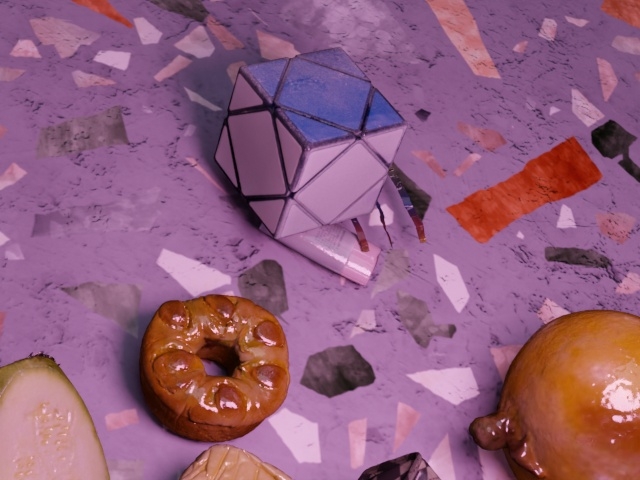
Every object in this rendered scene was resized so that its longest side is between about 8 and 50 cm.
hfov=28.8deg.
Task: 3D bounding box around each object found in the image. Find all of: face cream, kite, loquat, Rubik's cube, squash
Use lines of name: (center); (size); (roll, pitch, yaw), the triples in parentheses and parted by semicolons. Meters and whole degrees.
face cream: (0.000, 0.000, 2.035); (0.198, 0.057, 0.084); (29, 49, -4)
kite: (0.065, -0.125, 2.135); (0.204, 0.022, 0.360); (-7, 51, -28)
loquat: (0.393, 0.267, 1.852); (0.359, 0.328, 0.328); (-7, 60, -12)
Rubik's cube: (-0.019, -0.156, 1.973); (0.205, 0.207, 0.205); (-15, 52, -34)
squash: (-0.351, 0.299, 1.605); (0.189, 0.189, 0.260); (-24, 64, -33)

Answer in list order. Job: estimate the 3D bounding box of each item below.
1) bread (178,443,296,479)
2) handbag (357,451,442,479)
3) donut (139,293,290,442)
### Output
bread: (-0.089, 0.381, 1.705); (0.236, 0.106, 0.140); (32, 53, 1)
handbag: (0.154, 0.527, 1.599); (0.416, 0.180, 0.317); (48, 45, -7)
donut: (-0.155, 0.183, 1.809); (0.226, 0.114, 0.226); (11, 54, -16)
